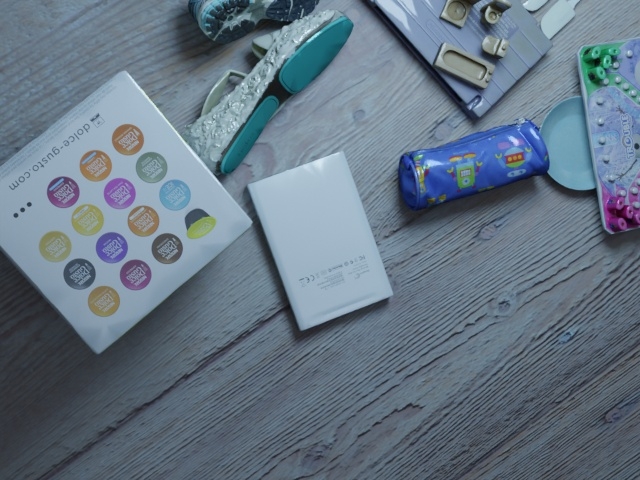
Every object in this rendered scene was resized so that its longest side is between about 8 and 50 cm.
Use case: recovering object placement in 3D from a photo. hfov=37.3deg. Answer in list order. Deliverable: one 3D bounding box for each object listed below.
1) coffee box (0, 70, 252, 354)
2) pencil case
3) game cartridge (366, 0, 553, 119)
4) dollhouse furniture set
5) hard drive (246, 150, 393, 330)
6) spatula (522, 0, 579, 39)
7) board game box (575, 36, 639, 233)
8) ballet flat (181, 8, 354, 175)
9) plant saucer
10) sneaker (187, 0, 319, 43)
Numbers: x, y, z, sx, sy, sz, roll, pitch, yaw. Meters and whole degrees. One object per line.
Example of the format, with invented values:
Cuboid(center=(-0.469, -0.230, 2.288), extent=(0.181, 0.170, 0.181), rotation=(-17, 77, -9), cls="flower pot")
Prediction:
Cuboid(center=(-0.360, -0.052, 1.669), extent=(0.338, 0.338, 0.334), rotation=(-40, 99, -5), cls="coffee box")
Cuboid(center=(0.304, -0.156, 1.889), extent=(0.306, 0.119, 0.133), rotation=(-17, 119, -9), cls="pencil case")
Cuboid(center=(0.274, -0.448, 1.904), extent=(0.230, 0.068, 0.355), rotation=(-45, 99, -9), cls="game cartridge")
Cuboid(center=(0.298, -0.393, 1.819), extent=(0.144, 0.123, 0.151), rotation=(24, 89, -10), cls="dollhouse furniture set")
Cuboid(center=(0.000, 0.000, 1.885), extent=(0.203, 0.040, 0.307), rotation=(-21, 96, -8), cls="hard drive")
Cuboid(center=(0.500, -0.553, 1.949), extent=(0.242, 0.019, 0.168), rotation=(-44, 99, -8), cls="spatula")
Cuboid(center=(0.739, -0.237, 1.973), extent=(0.390, 0.050, 0.389), rotation=(-11, 95, -16), cls="board game box")
Cuboid(center=(-0.114, -0.309, 1.811), extent=(0.147, 0.147, 0.409), rotation=(41, 86, -9), cls="ballet flat")
Cuboid(center=(0.536, -0.201, 1.970), extent=(0.195, 0.037, 0.194), rotation=(0, 92, -10), cls="plant saucer")
Cuboid(center=(-0.123, -0.475, 1.808), extent=(0.283, 0.122, 0.110), rotation=(-24, 137, -27), cls="sneaker")
